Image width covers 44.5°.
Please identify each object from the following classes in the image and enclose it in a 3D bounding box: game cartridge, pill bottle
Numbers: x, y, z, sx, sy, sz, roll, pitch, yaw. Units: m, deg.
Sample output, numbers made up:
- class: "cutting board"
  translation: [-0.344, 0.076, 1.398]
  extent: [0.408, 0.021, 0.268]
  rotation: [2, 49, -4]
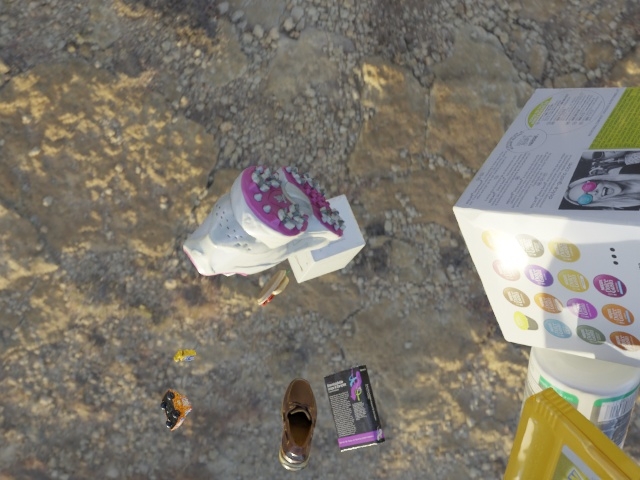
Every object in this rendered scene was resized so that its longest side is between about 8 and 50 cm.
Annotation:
- class: "game cartridge"
  translation: [0.432, 0.431, 1.264]
  extent: [0.053, 0.324, 0.285]
  rotation: [-21, 133, -26]
- class: "pill bottle"
  translation: [0.498, 0.351, 1.544]
  extent: [0.204, 0.204, 0.361]
  rotation: [0, 124, 2]

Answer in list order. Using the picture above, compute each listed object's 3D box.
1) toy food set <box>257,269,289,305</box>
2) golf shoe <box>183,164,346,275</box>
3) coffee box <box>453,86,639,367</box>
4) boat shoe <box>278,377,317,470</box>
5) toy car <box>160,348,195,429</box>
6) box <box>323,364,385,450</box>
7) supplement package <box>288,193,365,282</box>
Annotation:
- class: "toy food set"
  translation: [-0.086, 0.087, 1.448]
  extent: [0.020, 0.082, 0.083]
  rotation: [39, 109, -10]
- class: "golf shoe"
  translation: [-0.066, -0.020, 0.991]
  extent: [0.140, 0.306, 0.115]
  rotation: [-37, 78, 16]
- class: "coffee box"
  translation: [0.482, -0.029, 1.324]
  extent: [0.334, 0.338, 0.337]
  rotation: [8, 139, 41]
- class: "boat shoe"
  translation: [-0.034, 0.303, 1.340]
  extent: [0.064, 0.178, 0.060]
  rotation: [11, 129, -6]
- class: "toy car"
  translation: [-0.203, 0.225, 1.179]
  extent: [0.041, 0.060, 0.122]
  rotation: [3, 120, -38]
- class: "box"
  translation: [0.069, 0.349, 1.633]
  extent: [0.029, 0.162, 0.116]
  rotation: [-4, 164, -42]
- class: "supplement package"
  translation: [0.000, 0.000, 1.473]
  extent: [0.105, 0.179, 0.105]
  rotation: [-20, 79, -16]
